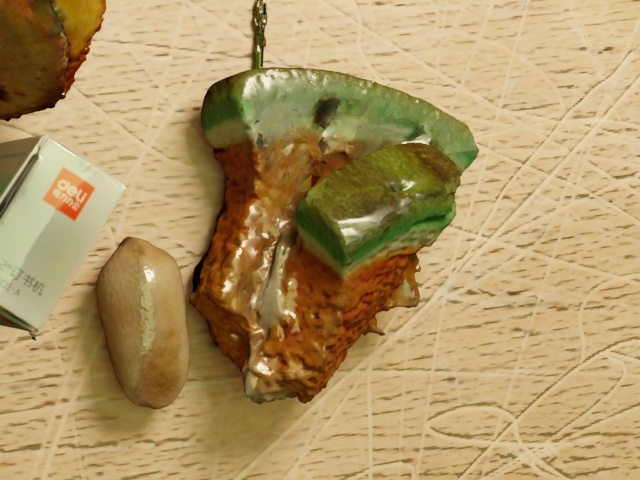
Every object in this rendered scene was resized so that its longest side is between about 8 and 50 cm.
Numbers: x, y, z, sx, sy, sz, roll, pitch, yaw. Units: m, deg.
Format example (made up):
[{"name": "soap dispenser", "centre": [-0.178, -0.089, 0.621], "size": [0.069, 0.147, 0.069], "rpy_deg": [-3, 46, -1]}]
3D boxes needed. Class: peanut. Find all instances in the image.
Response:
[{"name": "peanut", "centre": [-0.151, 0.071, 1.637], "size": [0.076, 0.076, 0.152], "rpy_deg": [-10, 92, -21]}]

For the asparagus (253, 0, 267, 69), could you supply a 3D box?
[{"name": "asparagus", "centre": [-0.055, -0.137, 1.701], "size": [0.013, 0.016, 0.166], "rpy_deg": [1, 92, 12]}]

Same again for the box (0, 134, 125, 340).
[{"name": "box", "centre": [-0.251, -0.003, 1.490], "size": [0.079, 0.269, 0.135], "rpy_deg": [34, 77, -19]}]

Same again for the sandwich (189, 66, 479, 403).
[{"name": "sandwich", "centre": [0.000, 0.000, 1.644], "size": [0.250, 0.162, 0.301], "rpy_deg": [20, 85, -24]}]

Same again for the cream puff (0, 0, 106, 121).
[{"name": "cream puff", "centre": [-0.277, -0.206, 1.504], "size": [0.240, 0.240, 0.164], "rpy_deg": [42, 54, -17]}]
